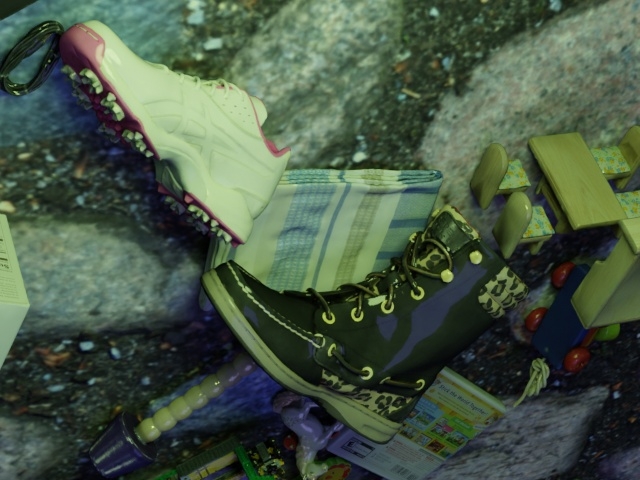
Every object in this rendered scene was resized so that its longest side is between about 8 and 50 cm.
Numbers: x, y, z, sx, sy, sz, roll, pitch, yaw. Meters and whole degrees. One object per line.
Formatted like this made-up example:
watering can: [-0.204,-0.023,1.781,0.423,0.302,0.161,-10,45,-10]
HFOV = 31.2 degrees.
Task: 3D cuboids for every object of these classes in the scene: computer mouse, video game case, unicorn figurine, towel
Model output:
computer mouse: [-0.341,-0.132,1.079,0.242,0.041,0.071,-36,146,-2]
video game case: [0.145,0.277,1.720,0.206,0.026,0.227,-42,135,14]
unicorn figurine: [-0.009,0.264,1.591,0.111,0.060,0.162,-36,101,6]
towel: [0.000,0.000,1.377,0.285,0.034,0.209,-3,132,-25]

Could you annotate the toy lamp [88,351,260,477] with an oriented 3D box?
toy lamp: [-0.173,0.208,1.455,0.274,0.080,0.080,-36,137,4]

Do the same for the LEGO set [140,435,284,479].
LEGO set: [-0.162,0.426,1.532,0.331,0.255,0.192,-29,111,-16]

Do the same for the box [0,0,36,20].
box: [-0.296,-0.314,0.899,0.293,0.073,0.295,-30,137,1]

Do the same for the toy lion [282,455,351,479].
toy lion: [-0.005,0.358,1.719,0.100,0.034,0.096,-45,142,17]

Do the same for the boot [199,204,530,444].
boot: [0.064,0.066,1.355,0.284,0.138,0.377,-43,128,7]

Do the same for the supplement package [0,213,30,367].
supplement package: [-0.444,0.100,1.161,0.204,0.145,0.262,11,125,-34]

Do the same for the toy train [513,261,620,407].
toy train: [0.375,0.137,1.662,0.143,0.105,0.248,-9,135,-38]

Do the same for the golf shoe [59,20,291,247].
golf shoe: [-0.139,-0.127,1.151,0.140,0.115,0.306,-50,135,-12]

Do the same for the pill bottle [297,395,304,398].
pill bottle: [0.024,0.175,1.530,0.120,0.067,0.067,-10,134,-19]

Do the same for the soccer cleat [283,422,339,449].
soccer cleat: [-0.012,0.283,1.643,0.083,0.029,0.035,-18,161,-2]

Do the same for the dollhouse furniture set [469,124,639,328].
dollhouse furniture set: [0.332,-0.045,1.346,0.212,0.242,0.161,-8,146,-20]
